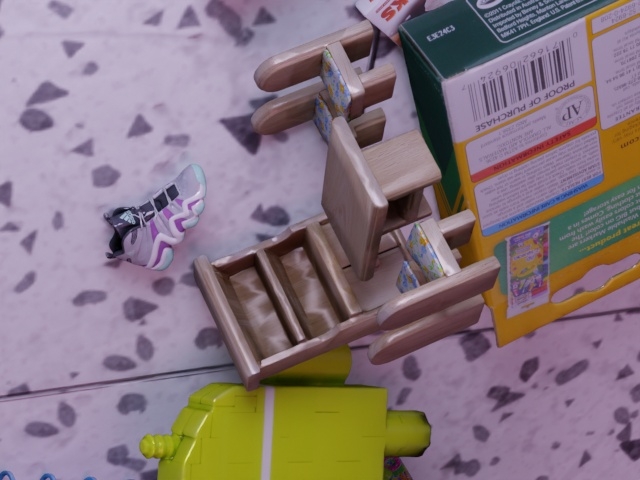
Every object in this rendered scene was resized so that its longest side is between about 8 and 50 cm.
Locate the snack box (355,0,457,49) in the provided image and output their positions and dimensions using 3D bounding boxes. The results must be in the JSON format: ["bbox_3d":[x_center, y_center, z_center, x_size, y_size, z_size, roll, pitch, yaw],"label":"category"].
[{"bbox_3d":[0.110,-0.218,1.378,0.178,0.022,0.064,-44,134,11],"label":"snack box"}]

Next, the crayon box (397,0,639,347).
[{"bbox_3d":[0.191,-0.078,1.483,0.203,0.083,0.323,-25,138,-8],"label":"crayon box"}]

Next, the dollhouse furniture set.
[{"bbox_3d":[0.000,0.000,1.376,0.161,0.212,0.242,-22,160,-12],"label":"dollhouse furniture set"}]

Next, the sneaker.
[{"bbox_3d":[-0.132,-0.019,1.404,0.069,0.038,0.098,9,121,-34],"label":"sneaker"}]

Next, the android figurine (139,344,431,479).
[{"bbox_3d":[-0.030,0.203,1.544,0.273,0.056,0.248,2,90,-33],"label":"android figurine"}]

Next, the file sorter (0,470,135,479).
[{"bbox_3d":[-0.195,0.264,1.552,0.170,0.118,0.104,9,118,-33],"label":"file sorter"}]

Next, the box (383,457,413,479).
[{"bbox_3d":[0.001,0.396,1.722,0.290,0.177,0.279,-25,135,-7],"label":"box"}]
